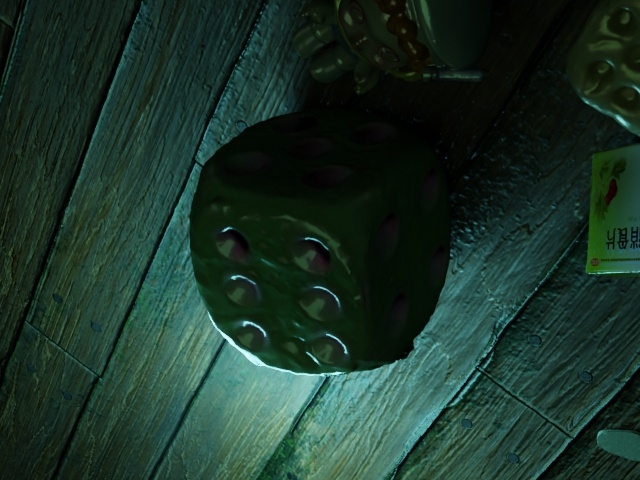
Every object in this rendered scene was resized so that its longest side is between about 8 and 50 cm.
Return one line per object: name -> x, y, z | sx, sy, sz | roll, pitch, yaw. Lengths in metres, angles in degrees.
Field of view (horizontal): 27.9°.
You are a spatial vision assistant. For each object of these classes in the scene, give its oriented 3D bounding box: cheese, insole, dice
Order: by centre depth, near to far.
cheese -> 0.432, -0.243, 1.683 | 0.218, 0.117, 0.235 | 8, 125, 30
dice -> 0.000, 0.000, 1.982 | 0.318, 0.330, 0.322 | 10, 127, 29
insole -> 0.541, 0.342, 2.086 | 0.192, 0.010, 0.063 | 14, 128, 24

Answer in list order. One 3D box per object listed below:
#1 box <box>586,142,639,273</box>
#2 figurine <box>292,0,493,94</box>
box -> 0.448, -0.042, 1.708 | 0.260, 0.062, 0.175 | 174, 101, -70
figurine -> 0.088, -0.334, 1.819 | 0.382, 0.205, 0.224 | 7, 130, 53
